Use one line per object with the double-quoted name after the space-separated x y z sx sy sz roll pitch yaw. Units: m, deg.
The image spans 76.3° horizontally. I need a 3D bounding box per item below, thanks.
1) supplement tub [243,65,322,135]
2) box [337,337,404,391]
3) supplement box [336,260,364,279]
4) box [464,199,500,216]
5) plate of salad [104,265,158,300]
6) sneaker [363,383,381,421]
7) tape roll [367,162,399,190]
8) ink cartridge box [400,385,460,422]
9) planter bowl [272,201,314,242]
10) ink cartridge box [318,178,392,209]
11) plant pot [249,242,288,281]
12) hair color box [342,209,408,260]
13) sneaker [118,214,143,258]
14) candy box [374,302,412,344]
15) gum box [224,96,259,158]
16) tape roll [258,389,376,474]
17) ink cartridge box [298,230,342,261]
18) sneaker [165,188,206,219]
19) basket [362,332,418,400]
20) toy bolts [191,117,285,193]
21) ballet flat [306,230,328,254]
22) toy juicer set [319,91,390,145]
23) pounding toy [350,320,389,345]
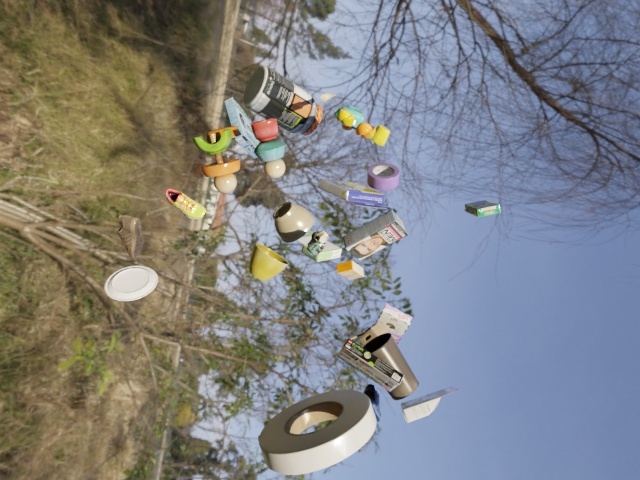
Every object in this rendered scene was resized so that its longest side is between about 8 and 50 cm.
-0.157 -0.592 1.770 0.194 0.316 0.193 -25 -125 42 "supplement tub"
0.158 0.405 1.322 0.036 0.207 0.114 -51 167 -30 "box"
0.106 0.107 1.446 0.062 0.098 0.036 -16 -117 25 "supplement box"
0.742 -0.150 1.884 0.179 0.105 0.043 -97 175 -79 "box"
-0.766 0.177 1.658 0.199 0.200 0.048 -101 -166 -48 "plate of salad"
0.228 0.714 1.781 0.232 0.082 0.090 77 29 -45 "sneaker"
0.369 -0.377 2.401 0.188 0.189 0.080 -102 -174 -50 "tape roll"
0.436 0.645 1.614 0.189 0.233 0.066 60 14 -73 "ink cartridge box"
-0.122 -0.085 1.635 0.162 0.109 0.162 -26 -145 20 "planter bowl"
0.197 -0.257 2.217 0.307 0.304 0.072 29 -70 42 "ink cartridge box"
-0.193 0.086 1.422 0.095 0.134 0.134 -57 -158 4 "plant pot"
0.354 -0.030 2.640 0.375 0.185 0.113 -30 -135 22 "hair color box"
-0.690 -0.019 1.475 0.066 0.071 0.188 -71 -179 -53 "sneaker"
0.398 0.469 2.280 0.070 0.165 0.196 -49 163 -48 "candy box"
-0.296 -0.431 1.571 0.157 0.041 0.184 41 29 -67 "gum box"
-0.011 0.616 1.345 0.392 0.393 0.071 -14 -87 68 "tape roll"
-0.032 0.027 2.072 0.235 0.171 0.056 28 -65 38 "ink cartridge box"
-0.607 -0.164 1.816 0.081 0.209 0.094 -62 175 -17 "sneaker"
0.285 0.517 1.665 0.154 0.226 0.204 -33 178 -3 "basket"
-0.208 -0.234 1.121 0.218 0.229 0.158 -114 -170 -70 "toy bolts"
0.000 0.000 1.457 0.188 0.070 0.070 -73 -176 -69 "ballet flat"
0.096 -0.466 1.559 0.329 0.209 0.089 42 -61 18 "toy juicer set"
0.256 0.494 2.131 0.100 0.130 0.141 51 -56 15 "pounding toy"
